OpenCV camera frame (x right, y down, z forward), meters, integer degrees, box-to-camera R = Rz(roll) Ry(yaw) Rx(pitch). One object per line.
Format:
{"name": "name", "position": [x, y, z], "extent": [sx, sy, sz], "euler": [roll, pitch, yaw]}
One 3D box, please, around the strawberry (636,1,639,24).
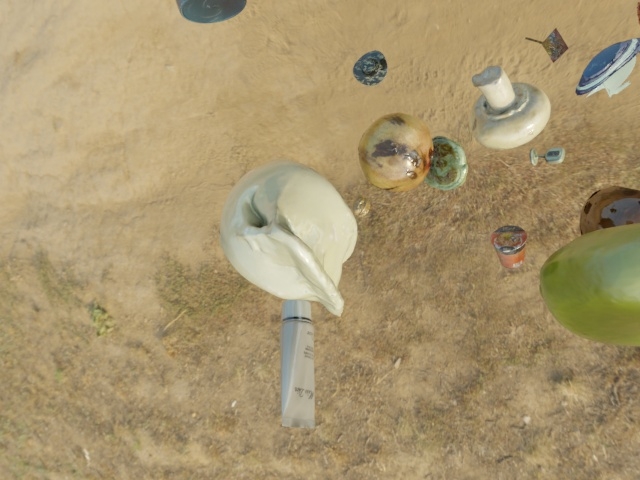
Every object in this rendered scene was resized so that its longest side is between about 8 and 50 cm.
{"name": "strawberry", "position": [0.897, -0.535, 1.001], "extent": [0.205, 0.205, 0.244], "euler": [1, 100, 20]}

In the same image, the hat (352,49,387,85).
{"name": "hat", "position": [0.154, -0.557, 1.296], "extent": [0.121, 0.050, 0.121], "euler": [4, 98, 28]}

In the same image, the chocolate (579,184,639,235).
{"name": "chocolate", "position": [0.577, -0.020, 0.770], "extent": [0.177, 0.177, 0.176], "euler": [4, 103, 19]}

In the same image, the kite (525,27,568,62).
{"name": "kite", "position": [0.325, -0.289, 0.580], "extent": [0.002, 0.044, 0.078], "euler": [-24, 61, -6]}

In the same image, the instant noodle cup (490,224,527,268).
{"name": "instant noodle cup", "position": [0.718, 0.031, 1.527], "extent": [0.127, 0.127, 0.135], "euler": [-13, 133, 22]}

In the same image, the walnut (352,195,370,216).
{"name": "walnut", "position": [0.187, -0.158, 1.850], "extent": [0.079, 0.096, 0.082], "euler": [29, 158, -24]}

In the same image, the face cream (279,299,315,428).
{"name": "face cream", "position": [-0.061, 0.306, 1.029], "extent": [0.089, 0.143, 0.314], "euler": [-16, 59, 25]}

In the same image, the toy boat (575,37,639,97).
{"name": "toy boat", "position": [0.973, -0.538, 1.334], "extent": [0.220, 0.291, 0.067], "euler": [-45, 53, 32]}

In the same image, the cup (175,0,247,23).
{"name": "cup", "position": [-0.169, -0.447, 0.638], "extent": [0.177, 0.131, 0.155], "euler": [-15, 97, -22]}

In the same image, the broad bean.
{"name": "broad bean", "position": [0.247, 0.034, 0.326], "extent": [0.125, 0.174, 0.082], "euler": [2, 65, 25]}

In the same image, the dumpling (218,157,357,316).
{"name": "dumpling", "position": [-0.048, 0.001, 0.769], "extent": [0.233, 0.395, 0.315], "euler": [-28, 118, -1]}

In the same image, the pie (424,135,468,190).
{"name": "pie", "position": [0.514, -0.324, 1.709], "extent": [0.241, 0.054, 0.240], "euler": [29, 129, 43]}

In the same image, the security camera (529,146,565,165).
{"name": "security camera", "position": [0.707, -0.265, 1.256], "extent": [0.092, 0.058, 0.058], "euler": [-1, 102, 49]}

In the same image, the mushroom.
{"name": "mushroom", "position": [0.735, -0.541, 1.631], "extent": [0.314, 0.336, 0.314], "euler": [-27, 47, 32]}

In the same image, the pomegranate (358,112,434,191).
{"name": "pomegranate", "position": [0.295, -0.338, 1.563], "extent": [0.322, 0.322, 0.322], "euler": [4, 103, 19]}
